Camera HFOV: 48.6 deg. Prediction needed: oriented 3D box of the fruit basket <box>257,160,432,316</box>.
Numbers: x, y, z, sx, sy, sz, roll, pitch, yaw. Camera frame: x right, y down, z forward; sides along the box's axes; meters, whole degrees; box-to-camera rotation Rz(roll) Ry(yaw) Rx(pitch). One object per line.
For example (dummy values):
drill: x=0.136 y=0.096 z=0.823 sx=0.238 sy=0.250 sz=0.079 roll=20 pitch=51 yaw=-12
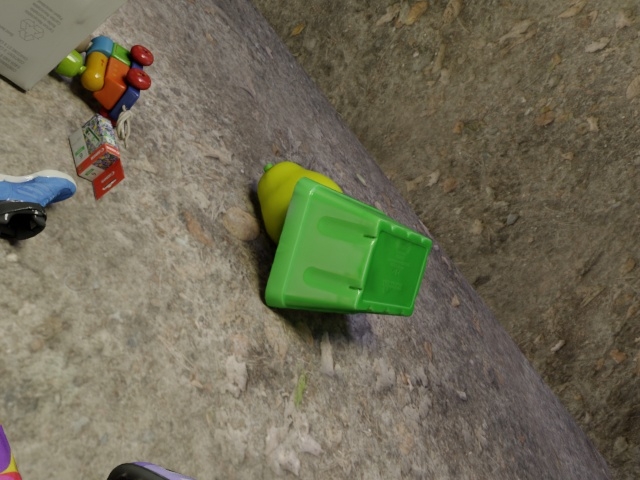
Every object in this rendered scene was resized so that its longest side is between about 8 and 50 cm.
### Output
fruit basket: x=0.000 y=0.000 z=1.422 sx=0.392 sy=0.283 sz=0.392 roll=16 pitch=-1 yaw=0

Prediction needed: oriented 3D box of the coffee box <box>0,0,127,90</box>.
coffee box: x=-0.429 y=-0.491 z=0.983 sx=0.337 sy=0.338 sz=0.334 roll=38 pitch=24 yaw=-41

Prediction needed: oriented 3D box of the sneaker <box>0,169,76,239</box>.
sneaker: x=-0.344 y=-0.039 z=0.849 sx=0.084 sy=0.058 sz=0.152 roll=54 pitch=22 yaw=15

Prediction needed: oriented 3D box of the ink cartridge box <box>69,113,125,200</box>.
ink cartridge box: x=-0.325 y=-0.122 z=1.030 sx=0.029 sy=0.063 sz=0.115 roll=29 pitch=31 yaw=-54

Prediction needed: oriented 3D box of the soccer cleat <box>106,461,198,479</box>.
soccer cleat: x=-0.066 y=0.303 z=0.709 sx=0.318 sy=0.109 sz=0.116 roll=23 pitch=23 yaw=13

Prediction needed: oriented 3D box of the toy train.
toy train: x=-0.358 y=-0.254 z=1.135 sx=0.143 sy=0.105 sz=0.248 roll=30 pitch=29 yaw=-30

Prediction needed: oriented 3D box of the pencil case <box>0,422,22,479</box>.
pencil case: x=-0.317 y=0.140 z=0.569 sx=0.236 sy=0.104 sz=0.104 roll=59 pitch=19 yaw=17
